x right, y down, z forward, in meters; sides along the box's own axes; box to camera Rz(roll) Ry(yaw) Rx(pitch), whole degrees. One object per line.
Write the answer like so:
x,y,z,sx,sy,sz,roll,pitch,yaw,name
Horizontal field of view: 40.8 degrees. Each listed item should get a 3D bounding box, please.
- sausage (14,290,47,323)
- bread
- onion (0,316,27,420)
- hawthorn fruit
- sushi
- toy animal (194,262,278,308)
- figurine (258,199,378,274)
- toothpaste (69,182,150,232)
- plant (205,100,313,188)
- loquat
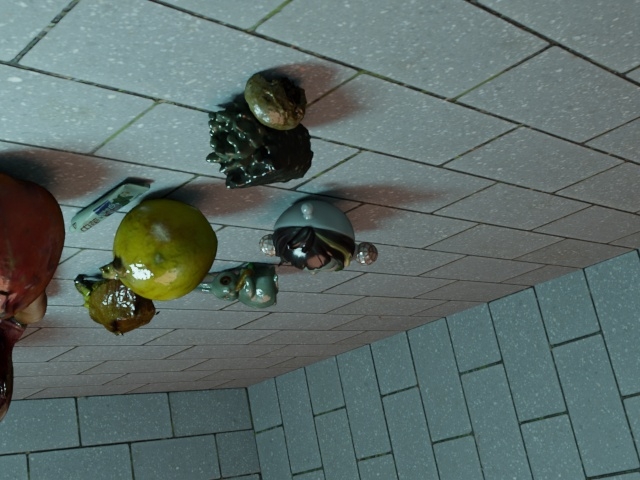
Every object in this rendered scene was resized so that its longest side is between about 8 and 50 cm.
-0.698,0.114,2.042,0.094,0.094,0.419,-37,173,-23,sausage
-0.065,-0.221,1.379,0.060,0.082,0.113,-27,160,36,bread
-0.936,0.324,2.292,0.385,0.348,0.348,-46,-179,-29,onion
-0.589,0.035,1.504,0.276,0.308,0.276,1,156,1,hawthorn fruit
-0.516,0.147,2.186,0.166,0.179,0.296,-25,169,-13,sushi
-0.226,0.134,2.357,0.236,0.138,0.108,-10,-163,-15,toy animal
0.000,0.000,2.013,0.281,0.167,0.370,5,175,12,figurine
-0.433,-0.065,1.720,0.233,0.038,0.060,-27,159,35,toothpaste
-0.111,-0.158,1.466,0.132,0.129,0.194,-24,162,37,plant
-0.334,0.026,1.754,0.246,0.213,0.213,-25,174,-35,loquat
